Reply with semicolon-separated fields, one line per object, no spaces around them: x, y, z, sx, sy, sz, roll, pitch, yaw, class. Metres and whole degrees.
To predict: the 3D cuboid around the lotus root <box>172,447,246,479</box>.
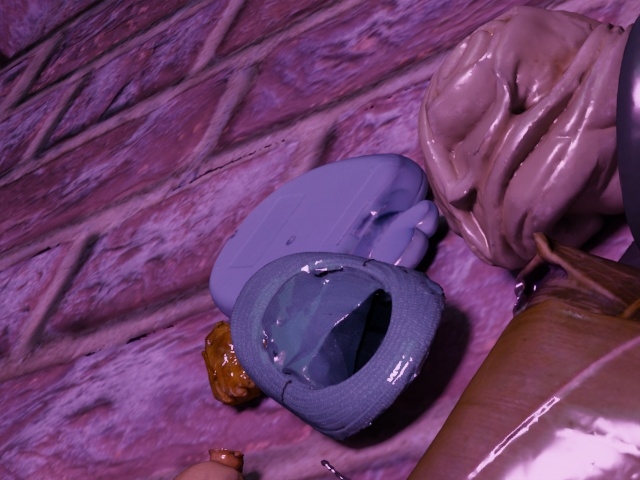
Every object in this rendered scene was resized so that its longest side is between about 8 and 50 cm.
-0.089;0.206;1.068;0.073;0.062;0.150;-21;35;42;lotus root

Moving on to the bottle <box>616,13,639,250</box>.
0.314;-0.052;0.669;0.336;0.144;0.144;1;47;31;bottle

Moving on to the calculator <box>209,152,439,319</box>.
0.000;0.000;1.285;0.188;0.042;0.302;-54;22;-22;calculator

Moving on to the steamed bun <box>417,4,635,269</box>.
0.157;-0.096;1.066;0.211;0.144;0.218;-40;25;9;steamed bun

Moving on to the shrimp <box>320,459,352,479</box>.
0.109;0.190;0.579;0.343;0.145;0.116;28;57;31;shrimp

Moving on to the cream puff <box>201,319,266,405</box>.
-0.069;0.099;1.213;0.083;0.058;0.083;-39;26;17;cream puff

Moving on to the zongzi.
0.159;0.158;0.664;0.289;0.154;0.317;-57;30;-10;zongzi

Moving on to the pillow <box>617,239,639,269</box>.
0.209;0.031;0.898;0.150;0.048;0.090;-50;22;-18;pillow

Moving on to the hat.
0.023;0.076;1.094;0.191;0.078;0.138;23;77;44;hat
